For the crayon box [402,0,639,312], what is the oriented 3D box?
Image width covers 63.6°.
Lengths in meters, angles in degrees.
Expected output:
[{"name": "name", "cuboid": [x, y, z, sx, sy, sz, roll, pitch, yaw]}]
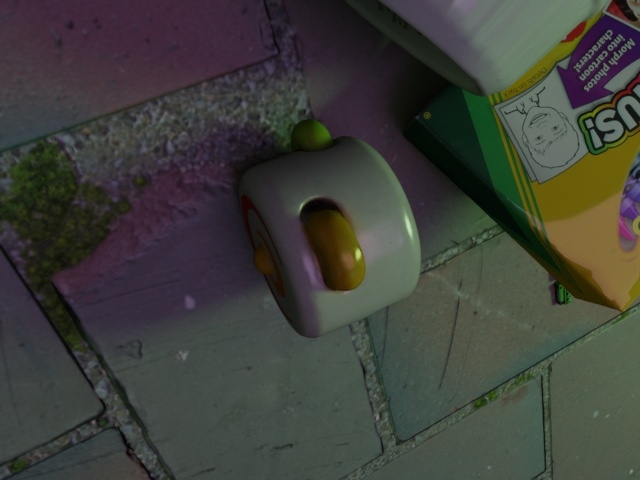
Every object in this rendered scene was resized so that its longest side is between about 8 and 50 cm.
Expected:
[{"name": "crayon box", "cuboid": [0.338, -0.157, 0.603, 0.313, 0.106, 0.363, 43, 90, 0]}]

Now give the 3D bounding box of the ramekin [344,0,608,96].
[{"name": "ramekin", "cuboid": [0.102, -0.240, 0.454, 0.273, 0.272, 0.127, 25, 110, -32]}]

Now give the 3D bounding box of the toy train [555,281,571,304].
[{"name": "toy train", "cuboid": [0.418, 0.080, 0.891, 0.024, 0.017, 0.083, -22, 120, -5]}]

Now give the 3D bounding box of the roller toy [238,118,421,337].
[{"name": "roller toy", "cuboid": [0.000, 0.000, 0.543, 0.146, 0.209, 0.191, -22, 140, -15]}]
